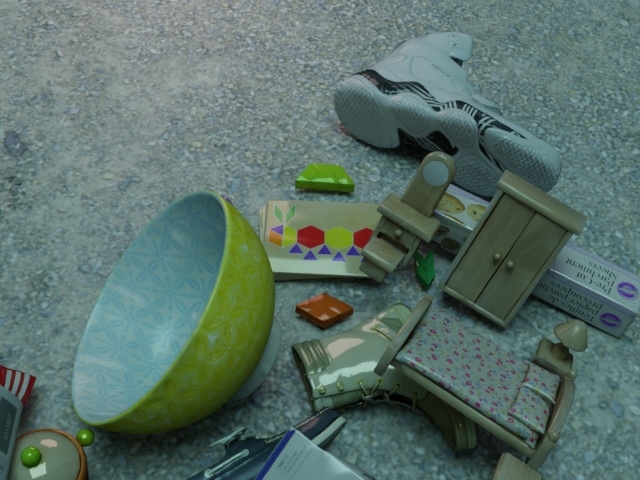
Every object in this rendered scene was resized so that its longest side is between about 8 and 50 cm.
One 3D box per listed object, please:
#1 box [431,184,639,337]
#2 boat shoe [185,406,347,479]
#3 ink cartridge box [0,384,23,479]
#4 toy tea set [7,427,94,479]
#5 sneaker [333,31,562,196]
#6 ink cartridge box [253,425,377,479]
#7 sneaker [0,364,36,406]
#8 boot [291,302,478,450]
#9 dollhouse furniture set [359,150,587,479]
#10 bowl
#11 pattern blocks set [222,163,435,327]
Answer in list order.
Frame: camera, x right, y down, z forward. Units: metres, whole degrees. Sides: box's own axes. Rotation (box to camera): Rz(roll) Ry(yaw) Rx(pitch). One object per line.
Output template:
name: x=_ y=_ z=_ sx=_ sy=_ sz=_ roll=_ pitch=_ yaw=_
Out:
box: x=0.268 y=0.017 z=1.093 sx=0.324 sy=0.063 sz=0.067 roll=29 pitch=54 yaw=14
boat shoe: x=-0.087 y=0.250 z=0.881 sx=0.254 sy=0.095 sz=0.079 roll=-35 pitch=65 yaw=-15
ink cartridge box: x=-0.409 y=0.261 z=0.794 sx=0.232 sy=0.066 sz=0.189 roll=-22 pitch=40 yaw=11
toy tea set: x=-0.344 y=0.316 z=0.790 sx=0.200 sy=0.124 sz=0.336 roll=3 pitch=49 yaw=0
sneaker: x=0.220 y=-0.208 z=1.256 sx=0.365 sy=0.137 sz=0.210 roll=25 pitch=55 yaw=23
ink cartridge box: x=0.060 y=0.339 z=0.780 sx=0.332 sy=0.065 sz=0.165 roll=34 pitch=87 yaw=23
sneaker: x=-0.421 y=0.158 z=0.957 sx=0.221 sy=0.128 sz=0.087 roll=24 pitch=77 yaw=42
boot: x=0.071 y=0.178 z=0.958 sx=0.165 sy=0.077 sz=0.213 roll=-17 pitch=47 yaw=-17
dollhouse furniture set: x=0.163 y=0.062 z=0.900 sx=0.303 sy=0.174 sz=0.355 roll=32 pitch=31 yaw=9
bowl: x=-0.140 y=0.102 z=0.942 sx=0.156 sy=0.289 sz=0.290 roll=33 pitch=40 yaw=-31
pattern blocks set: x=0.000 y=0.000 z=1.141 sx=0.324 sy=0.026 sz=0.285 roll=9 pitch=49 yaw=5
